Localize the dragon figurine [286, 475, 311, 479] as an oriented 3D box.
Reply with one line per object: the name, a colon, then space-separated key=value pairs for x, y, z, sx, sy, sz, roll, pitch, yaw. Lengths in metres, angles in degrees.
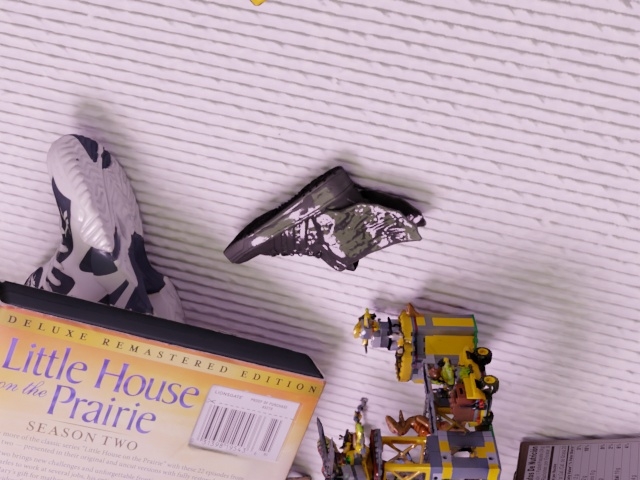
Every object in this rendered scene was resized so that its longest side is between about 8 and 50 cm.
dragon figurine: x=-0.080 y=0.295 z=1.176 sx=0.144 sy=0.085 sz=0.289 roll=-7 pitch=120 yaw=21

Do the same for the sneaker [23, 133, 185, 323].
sneaker: x=-0.235 y=0.021 z=1.043 sx=0.153 sy=0.094 sz=0.235 roll=-12 pitch=128 yaw=14

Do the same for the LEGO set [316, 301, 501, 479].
LEGO set: x=0.034 y=0.220 z=0.993 sx=0.192 sy=0.255 sz=0.331 roll=2 pitch=131 yaw=-3

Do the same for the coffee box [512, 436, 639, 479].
coffee box: x=0.330 y=0.272 z=1.012 sx=0.297 sy=0.119 sz=0.168 roll=-7 pitch=120 yaw=21

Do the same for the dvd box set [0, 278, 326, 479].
dvd box set: x=-0.209 y=0.265 z=1.036 sx=0.307 sy=0.062 sz=0.420 roll=15 pitch=105 yaw=-24

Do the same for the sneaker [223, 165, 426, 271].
sneaker: x=0.001 y=-0.001 z=0.982 sx=0.170 sy=0.051 sz=0.089 roll=-33 pitch=103 yaw=28

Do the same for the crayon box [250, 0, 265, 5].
crayon box: x=0.008 y=-0.378 z=0.707 sx=0.363 sy=0.106 sz=0.313 roll=-29 pitch=108 yaw=30
